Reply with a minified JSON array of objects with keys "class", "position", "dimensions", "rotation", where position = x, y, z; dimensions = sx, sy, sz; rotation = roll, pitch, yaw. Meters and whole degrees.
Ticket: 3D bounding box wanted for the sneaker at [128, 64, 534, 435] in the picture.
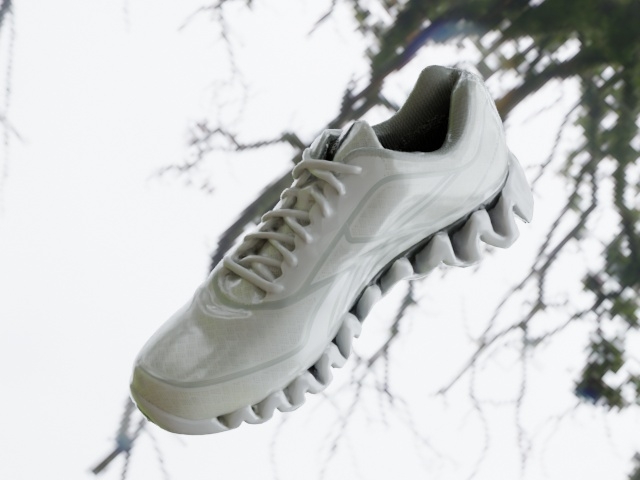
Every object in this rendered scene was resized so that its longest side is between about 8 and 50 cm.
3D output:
[{"class":"sneaker","position":[0.000,0.000,0.888],"dimensions":[0.110,0.292,0.118],"rotation":[32,-30,39]}]
